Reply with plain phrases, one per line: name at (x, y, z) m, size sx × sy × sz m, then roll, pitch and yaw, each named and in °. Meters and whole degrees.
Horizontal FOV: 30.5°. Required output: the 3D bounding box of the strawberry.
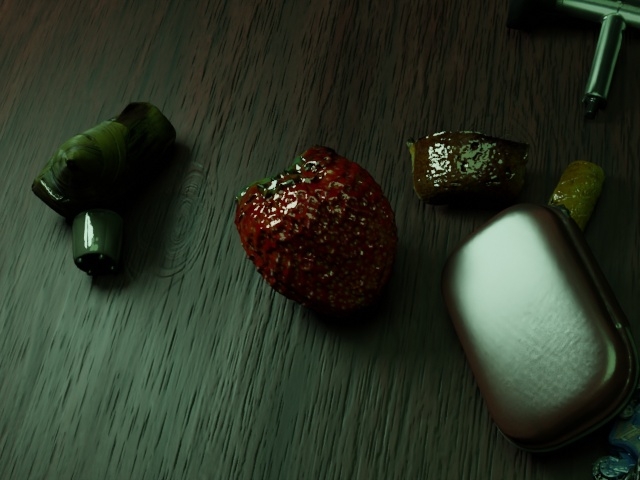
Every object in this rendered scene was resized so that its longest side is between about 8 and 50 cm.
strawberry at (0.000, 0.000, 1.976) m, size 0.238 × 0.250 × 0.288 m, roll -26°, pitch 79°, yaw -15°

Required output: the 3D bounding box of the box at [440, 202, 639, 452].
box at (0.336, 0.131, 1.832) m, size 0.263 × 0.108 × 0.404 m, roll -37°, pitch 48°, yaw 23°

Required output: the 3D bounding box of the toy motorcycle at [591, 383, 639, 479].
toy motorcycle at (0.484, 0.299, 1.745) m, size 0.114 × 0.076 × 0.205 m, roll 20°, pitch 51°, yaw 24°

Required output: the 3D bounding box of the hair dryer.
hair dryer at (0.484, -0.395, 2.210) m, size 0.320 × 0.156 × 0.284 m, roll 23°, pitch 51°, yaw 16°

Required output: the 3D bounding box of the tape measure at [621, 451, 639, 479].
tape measure at (0.483, 0.400, 1.598) m, size 0.207 × 0.115 × 0.235 m, roll 40°, pitch 78°, yaw 10°

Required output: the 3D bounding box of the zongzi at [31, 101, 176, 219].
zongzi at (-0.376, -0.169, 2.134) m, size 0.286 × 0.300 × 0.138 m, roll -41°, pitch 89°, yaw -20°

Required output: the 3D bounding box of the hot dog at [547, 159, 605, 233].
hot dog at (0.418, -0.026, 2.010) m, size 0.087 × 0.061 × 0.286 m, roll 18°, pitch 61°, yaw 10°

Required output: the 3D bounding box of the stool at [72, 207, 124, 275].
stool at (-0.405, 0.002, 2.137) m, size 0.096 × 0.096 × 0.110 m, roll -8°, pitch 59°, yaw 6°

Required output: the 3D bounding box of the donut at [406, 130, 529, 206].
donut at (0.255, -0.128, 2.075) m, size 0.186 × 0.144 × 0.126 m, roll 8°, pitch 75°, yaw -13°
